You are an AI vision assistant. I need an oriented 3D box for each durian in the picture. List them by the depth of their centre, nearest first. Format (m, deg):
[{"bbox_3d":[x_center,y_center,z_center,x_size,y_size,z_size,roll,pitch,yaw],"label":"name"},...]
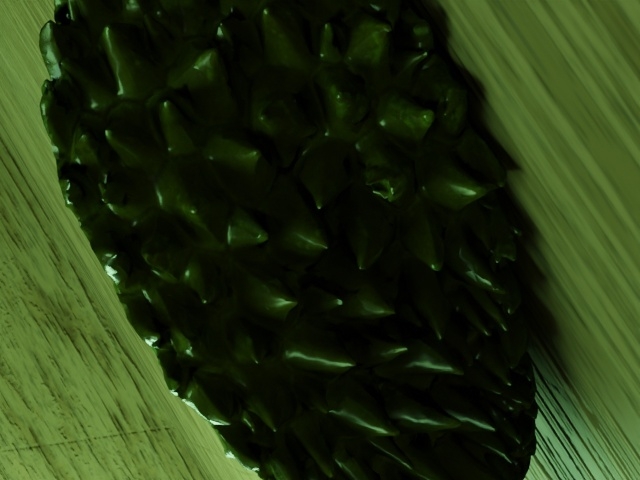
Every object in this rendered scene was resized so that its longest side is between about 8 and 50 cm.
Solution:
[{"bbox_3d":[-0.009,0.006,0.709,0.394,0.163,0.198,59,171,-20],"label":"durian"}]
